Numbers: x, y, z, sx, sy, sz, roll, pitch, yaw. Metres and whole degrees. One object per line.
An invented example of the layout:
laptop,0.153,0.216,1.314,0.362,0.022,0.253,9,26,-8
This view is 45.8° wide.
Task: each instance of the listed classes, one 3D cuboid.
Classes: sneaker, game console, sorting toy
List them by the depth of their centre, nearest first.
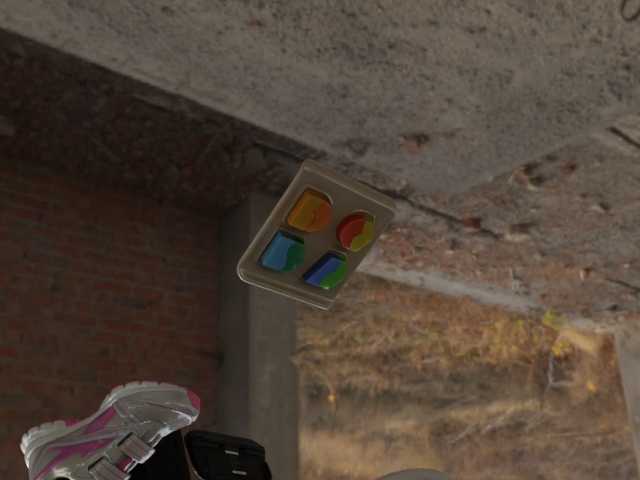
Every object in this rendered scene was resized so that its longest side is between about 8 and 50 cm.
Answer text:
sneaker,-0.262,0.267,0.964,0.252,0.111,0.103,-27,139,10
sorting toy,0.000,0.000,1.152,0.193,0.038,0.208,22,107,-35
game console,-0.215,0.396,1.352,0.044,0.213,0.361,-38,141,23

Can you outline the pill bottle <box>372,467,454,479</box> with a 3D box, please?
pill bottle,0.127,0.415,0.808,0.169,0.302,0.169,-11,132,-12
